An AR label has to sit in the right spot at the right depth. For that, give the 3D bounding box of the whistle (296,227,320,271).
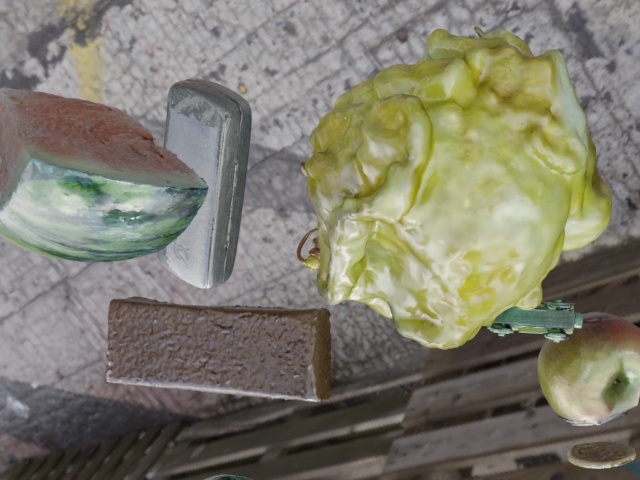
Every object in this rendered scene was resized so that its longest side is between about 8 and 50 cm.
[{"bbox_3d":[0.000,-0.003,1.374,0.057,0.109,0.046,33,167,12],"label":"whistle"}]

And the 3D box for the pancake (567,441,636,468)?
[{"bbox_3d":[0.610,0.464,1.843,0.151,0.151,0.025,-3,93,32],"label":"pancake"}]

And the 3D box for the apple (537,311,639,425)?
[{"bbox_3d":[0.474,0.220,1.504,0.173,0.188,0.207,30,102,-19],"label":"apple"}]

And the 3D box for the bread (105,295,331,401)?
[{"bbox_3d":[-0.182,0.190,1.515,0.416,0.113,0.165,2,89,20],"label":"bread"}]

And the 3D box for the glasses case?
[{"bbox_3d":[-0.182,-0.082,1.314,0.131,0.074,0.323,28,123,30],"label":"glasses case"}]

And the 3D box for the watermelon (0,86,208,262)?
[{"bbox_3d":[-0.262,-0.084,0.993,0.261,0.212,0.201,-20,70,51],"label":"watermelon"}]

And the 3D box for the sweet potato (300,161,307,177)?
[{"bbox_3d":[0.066,-0.100,1.083,0.050,0.214,0.050,20,118,43],"label":"sweet potato"}]

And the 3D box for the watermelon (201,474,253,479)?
[{"bbox_3d":[-0.194,0.472,1.100,0.213,0.320,0.289,37,132,-18],"label":"watermelon"}]

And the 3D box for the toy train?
[{"bbox_3d":[0.251,0.094,1.027,0.122,0.081,0.050,4,87,11],"label":"toy train"}]

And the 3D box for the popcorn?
[{"bbox_3d":[0.118,-0.053,0.862,0.312,0.312,0.312,16,126,22],"label":"popcorn"}]
